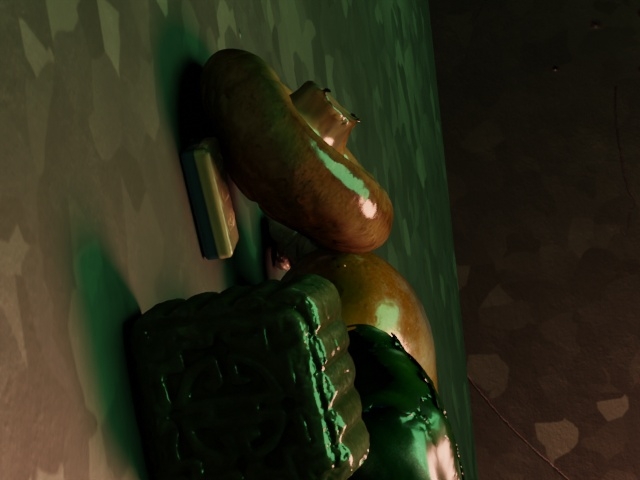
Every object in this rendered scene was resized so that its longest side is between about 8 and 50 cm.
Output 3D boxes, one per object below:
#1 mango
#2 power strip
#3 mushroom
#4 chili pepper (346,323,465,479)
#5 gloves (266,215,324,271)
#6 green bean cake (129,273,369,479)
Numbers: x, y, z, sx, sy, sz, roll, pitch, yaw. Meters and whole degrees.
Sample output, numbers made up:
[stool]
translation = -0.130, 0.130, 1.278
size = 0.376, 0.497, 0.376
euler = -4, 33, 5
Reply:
[mango]
translation = 0.045, 0.156, 1.978
size = 0.384, 0.199, 0.221
euler = 62, 15, -51
[power strip]
translation = -0.113, -0.043, 1.759
size = 0.056, 0.032, 0.123
euler = -68, 148, -69
[mushroom]
translation = -0.025, -0.097, 1.829
size = 0.278, 0.146, 0.278
euler = 45, 4, -4
[chili pepper]
translation = 0.019, 0.232, 1.651
size = 0.233, 0.249, 0.256
euler = -71, 147, -68
[gloves]
translation = -0.006, 0.004, 2.068
size = 0.144, 0.110, 0.094
euler = -105, -173, -62
[green bean cake]
translation = -0.065, 0.133, 1.473
size = 0.094, 0.185, 0.183
euler = -36, 115, -72
